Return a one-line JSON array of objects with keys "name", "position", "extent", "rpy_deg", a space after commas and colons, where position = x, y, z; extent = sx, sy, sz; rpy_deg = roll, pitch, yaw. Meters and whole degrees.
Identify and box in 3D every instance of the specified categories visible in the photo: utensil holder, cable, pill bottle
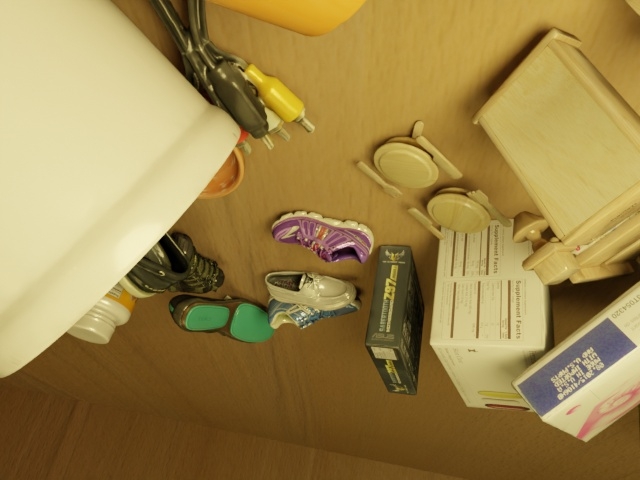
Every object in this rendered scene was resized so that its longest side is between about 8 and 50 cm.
[{"name": "utensil holder", "position": [-0.321, -0.125, 0.445], "extent": [0.385, 0.328, 0.327], "rpy_deg": [45, 138, -21]}, {"name": "cable", "position": [-0.126, -0.203, 0.570], "extent": [0.139, 0.072, 0.287], "rpy_deg": [-17, 131, 19]}, {"name": "pill bottle", "position": [-0.395, 0.078, 0.958], "extent": [0.117, 0.215, 0.117], "rpy_deg": [10, 149, 6]}]

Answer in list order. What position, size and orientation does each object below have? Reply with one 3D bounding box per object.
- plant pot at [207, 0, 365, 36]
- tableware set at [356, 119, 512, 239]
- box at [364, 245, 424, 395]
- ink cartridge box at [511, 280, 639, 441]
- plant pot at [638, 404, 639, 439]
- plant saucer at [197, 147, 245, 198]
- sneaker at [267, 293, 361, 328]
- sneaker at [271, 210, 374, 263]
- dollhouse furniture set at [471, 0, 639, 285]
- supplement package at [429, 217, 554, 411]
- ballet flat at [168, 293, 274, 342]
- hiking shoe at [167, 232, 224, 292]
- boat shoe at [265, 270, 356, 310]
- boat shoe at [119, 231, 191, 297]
[{"name": "plant pot", "position": [-0.050, -0.248, 0.355], "extent": [0.188, 0.205, 0.205], "rpy_deg": [18, 152, -39]}, {"name": "tableware set", "position": [0.154, -0.077, 0.680], "extent": [0.194, 0.039, 0.128], "rpy_deg": [37, 153, -24]}, {"name": "box", "position": [0.138, 0.145, 0.897], "extent": [0.059, 0.183, 0.233], "rpy_deg": [2, 148, 19]}, {"name": "ink cartridge box", "position": [0.445, 0.141, 0.674], "extent": [0.324, 0.071, 0.330], "rpy_deg": [-44, 136, 13]}, {"name": "plant pot", "position": [0.751, 0.350, 0.964], "extent": [0.227, 0.228, 0.207], "rpy_deg": [18, 154, -8]}, {"name": "plant saucer", "position": [-0.201, -0.133, 0.721], "extent": [0.200, 0.037, 0.200], "rpy_deg": [9, 149, 6]}, {"name": "sneaker", "position": [-0.015, 0.143, 1.048], "extent": [0.211, 0.081, 0.080], "rpy_deg": [-7, 142, 27]}, {"name": "sneaker", "position": [0.000, 0.000, 0.825], "extent": [0.170, 0.071, 0.068], "rpy_deg": [8, 148, 10]}, {"name": "dollhouse furniture set", "position": [0.364, -0.106, 0.554], "extent": [0.355, 0.174, 0.303], "rpy_deg": [-2, 146, -36]}, {"name": "supplement package", "position": [0.279, 0.124, 0.791], "extent": [0.145, 0.204, 0.262], "rpy_deg": [-5, 144, 27]}, {"name": "ballet flat", "position": [-0.218, 0.163, 1.136], "extent": [0.096, 0.095, 0.280], "rpy_deg": [21, 176, 39]}, {"name": "hiking shoe", "position": [-0.242, 0.049, 0.999], "extent": [0.114, 0.086, 0.227], "rpy_deg": [10, 158, -10]}, {"name": "boat shoe", "position": [-0.023, 0.088, 0.990], "extent": [0.184, 0.066, 0.063], "rpy_deg": [8, 150, 27]}, {"name": "boat shoe", "position": [-0.312, -0.050, 0.784], "extent": [0.113, 0.127, 0.340], "rpy_deg": [-11, 121, 22]}]
